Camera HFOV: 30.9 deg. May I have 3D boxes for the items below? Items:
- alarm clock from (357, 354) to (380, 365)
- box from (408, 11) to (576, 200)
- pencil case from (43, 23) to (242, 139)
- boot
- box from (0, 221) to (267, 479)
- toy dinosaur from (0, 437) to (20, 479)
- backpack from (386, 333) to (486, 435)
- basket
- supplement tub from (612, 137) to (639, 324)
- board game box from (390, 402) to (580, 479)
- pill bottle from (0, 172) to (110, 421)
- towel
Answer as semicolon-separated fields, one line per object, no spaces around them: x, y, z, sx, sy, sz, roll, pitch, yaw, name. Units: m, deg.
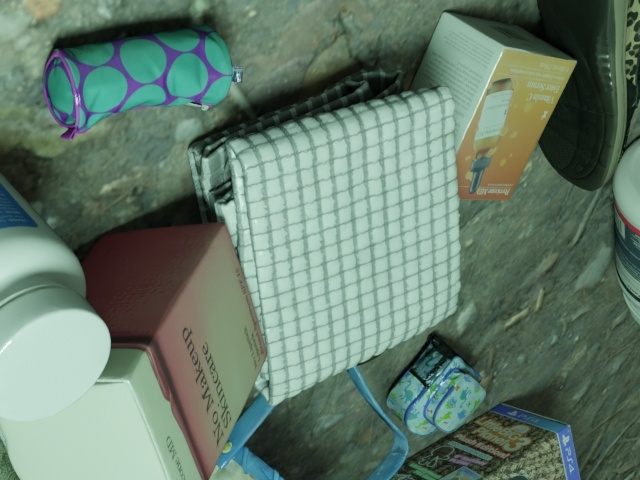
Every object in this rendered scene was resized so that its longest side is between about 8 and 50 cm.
0.063;0.074;1.312;0.192;0.064;0.129;-22;136;-36;alarm clock
0.163;-0.135;1.200;0.130;0.091;0.170;-2;123;-45;box
-0.141;-0.128;0.916;0.152;0.064;0.070;-16;108;-36;pencil case
0.367;-0.256;1.275;0.284;0.138;0.377;-32;135;-22;boot
-0.147;0.106;0.944;0.232;0.127;0.148;-66;145;-56;box
-0.250;0.196;0.995;0.160;0.121;0.313;10;79;-59;toy dinosaur
0.148;0.197;1.484;0.114;0.084;0.105;-46;141;1;backpack
-0.040;0.265;1.250;0.289;0.201;0.254;-43;133;-12;basket
0.496;-0.006;1.572;0.191;0.191;0.272;-38;142;-15;supplement tub
0.221;0.404;1.621;0.291;0.141;0.232;-25;109;-30;board game box
-0.243;0.024;0.813;0.124;0.221;0.124;-27;137;-27;pill bottle
0.006;-0.012;1.108;0.235;0.121;0.283;-22;125;-21;towel
